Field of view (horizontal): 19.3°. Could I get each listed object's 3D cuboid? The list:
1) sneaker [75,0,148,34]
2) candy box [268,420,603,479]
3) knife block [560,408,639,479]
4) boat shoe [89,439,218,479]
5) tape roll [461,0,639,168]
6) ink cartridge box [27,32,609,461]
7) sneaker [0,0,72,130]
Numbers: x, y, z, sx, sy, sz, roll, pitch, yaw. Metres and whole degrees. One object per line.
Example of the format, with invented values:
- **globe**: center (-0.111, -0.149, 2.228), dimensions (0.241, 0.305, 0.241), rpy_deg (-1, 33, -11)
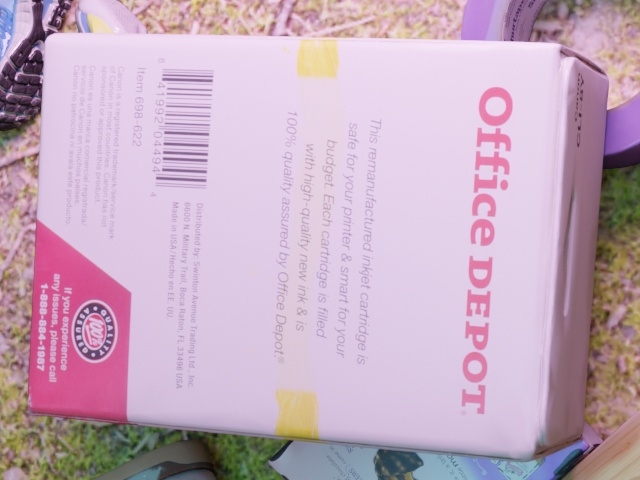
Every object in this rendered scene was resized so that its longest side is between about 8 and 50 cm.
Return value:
- **sneaker**: center (-0.163, -0.080, 1.533), dimensions (0.126, 0.091, 0.240), rpy_deg (-34, 76, 16)
- **candy box**: center (0.087, 0.162, 1.430), dimensions (0.196, 0.070, 0.165), rpy_deg (-45, 73, 11)
- **knife block**: center (0.175, 0.225, 1.381), dimensions (0.242, 0.088, 0.276), rpy_deg (2, 87, 20)
- **boat shoe**: center (-0.207, 0.272, 1.510), dimensions (0.302, 0.113, 0.103), rpy_deg (-30, 70, 15)
- **tape roll**: center (0.206, -0.150, 1.404), dimensions (0.189, 0.080, 0.189), rpy_deg (-2, 85, 22)
- **ink cartridge box**: center (0.000, 0.000, 1.346), dimensions (0.384, 0.160, 0.279), rpy_deg (4, 91, 21)
- **sneaker**: center (-0.261, -0.171, 1.604), dimensions (0.073, 0.063, 0.162), rpy_deg (17, 88, 39)
